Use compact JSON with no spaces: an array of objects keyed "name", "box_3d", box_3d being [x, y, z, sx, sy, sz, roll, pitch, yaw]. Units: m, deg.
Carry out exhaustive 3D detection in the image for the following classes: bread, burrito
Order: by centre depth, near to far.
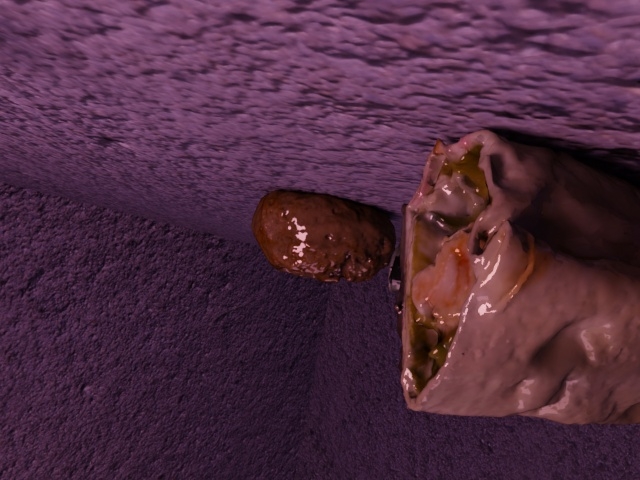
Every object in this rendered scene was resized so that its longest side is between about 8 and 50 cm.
[{"name":"burrito","box_3d":[0.223,0.034,0.410,0.331,0.190,0.135,8,153,-19]},{"name":"bread","box_3d":[0.000,0.000,0.856,0.230,0.123,0.230,14,175,1]}]

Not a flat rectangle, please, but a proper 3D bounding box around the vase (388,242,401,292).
[{"name":"vase","box_3d":[0.325,0.094,1.121,0.360,0.165,0.165,14,177,24]}]
